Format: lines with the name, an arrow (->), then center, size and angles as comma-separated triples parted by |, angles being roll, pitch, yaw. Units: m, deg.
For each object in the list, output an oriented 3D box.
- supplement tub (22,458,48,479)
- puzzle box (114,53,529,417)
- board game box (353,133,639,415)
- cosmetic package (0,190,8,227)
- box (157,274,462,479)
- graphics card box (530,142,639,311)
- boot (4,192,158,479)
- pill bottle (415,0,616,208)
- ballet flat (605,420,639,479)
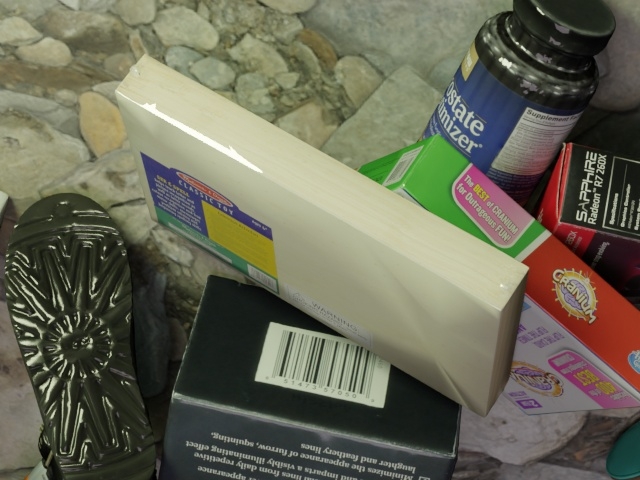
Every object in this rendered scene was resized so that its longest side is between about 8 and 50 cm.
supplement tub -> -0.326, 0.343, 2.021 | 0.117, 0.117, 0.190 | 37, 104, -17
puzzle box -> 0.000, 0.000, 1.620 | 0.409, 0.052, 0.272 | 30, 160, 15
board game box -> 0.157, 0.044, 1.640 | 0.316, 0.064, 0.242 | 40, 160, -13
cosmetic package -> -0.408, 0.053, 1.855 | 0.085, 0.117, 0.231 | 21, 125, -5
box -> -0.025, 0.275, 1.889 | 0.293, 0.212, 0.395 | 13, 126, 0
graphics card box -> 0.384, 0.030, 1.659 | 0.370, 0.094, 0.233 | 12, 155, -1
boot -> -0.254, 0.145, 1.864 | 0.131, 0.348, 0.260 | -8, 165, -7
pill bottle -> 0.183, -0.134, 1.610 | 0.122, 0.123, 0.219 | 23, 126, -7
ballet flat -> 0.401, 0.200, 1.854 | 0.079, 0.077, 0.221 | 18, 129, -28
